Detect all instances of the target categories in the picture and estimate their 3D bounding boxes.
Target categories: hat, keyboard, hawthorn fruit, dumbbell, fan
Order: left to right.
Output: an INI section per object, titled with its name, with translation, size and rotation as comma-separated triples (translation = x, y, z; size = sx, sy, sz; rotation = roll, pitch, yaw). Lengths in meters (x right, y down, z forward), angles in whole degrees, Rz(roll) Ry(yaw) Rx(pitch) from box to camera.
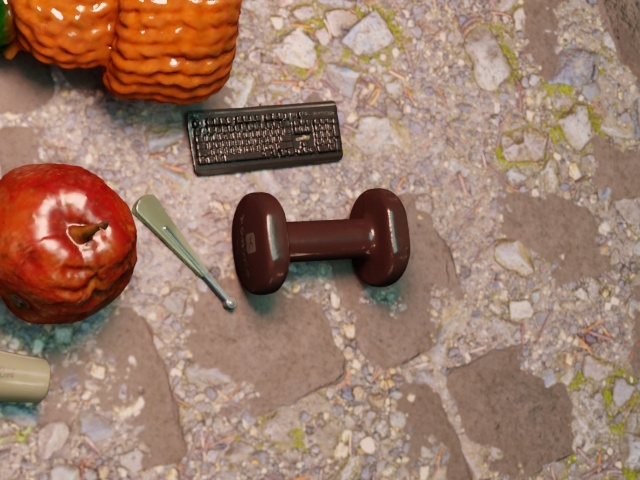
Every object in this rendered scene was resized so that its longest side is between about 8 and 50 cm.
[hawthorn fruit]
translation = -0.307, -0.001, 1.664
size = 0.207, 0.243, 0.207
rotation = 5, 80, -28
[hat]
translation = -0.297, -0.327, 1.746
size = 0.400, 0.285, 0.285
rotation = 7, 78, -5
[fan]
translation = -0.177, 0.017, 1.849
size = 0.193, 0.016, 0.038
rotation = 49, 63, -10
[keyboard]
translation = -0.075, -0.145, 1.920
size = 0.230, 0.025, 0.093
rotation = -8, 88, -27
[dumbbell]
translation = 0.000, 0.000, 1.876
size = 0.225, 0.124, 0.140
rotation = -4, 83, -26

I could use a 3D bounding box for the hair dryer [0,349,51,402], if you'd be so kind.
[hair dryer]
translation = -0.449, 0.094, 1.673
size = 0.296, 0.119, 0.298
rotation = 32, 57, -24
